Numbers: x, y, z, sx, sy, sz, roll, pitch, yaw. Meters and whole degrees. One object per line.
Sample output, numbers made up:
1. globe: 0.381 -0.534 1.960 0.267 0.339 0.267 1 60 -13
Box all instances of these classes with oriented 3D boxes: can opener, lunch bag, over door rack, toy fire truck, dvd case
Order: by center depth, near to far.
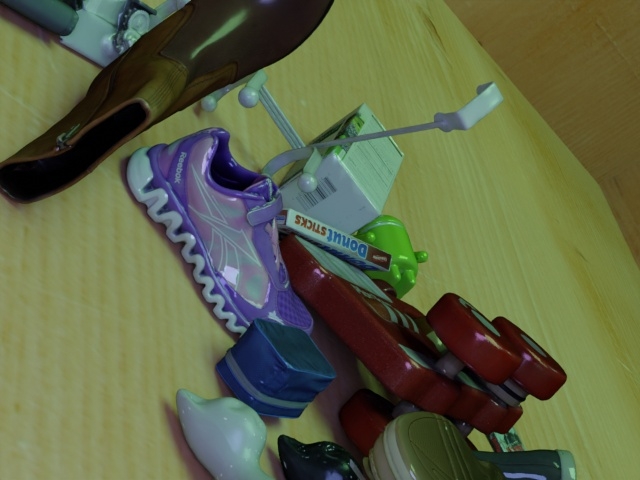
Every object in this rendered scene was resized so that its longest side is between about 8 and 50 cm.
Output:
1. lunch bag: -0.039 0.116 0.954 0.098 0.065 0.067 23 24 -54
2. can opener: -0.250 -0.229 1.001 0.093 0.074 0.280 29 2 34
3. over door rack: -0.020 -0.176 1.085 0.239 0.324 0.108 55 50 -20
4. toy fire truck: 0.097 0.110 1.157 0.254 0.169 0.302 48 12 33
5. dvd case: 0.251 0.279 1.427 0.119 0.013 0.087 62 22 15

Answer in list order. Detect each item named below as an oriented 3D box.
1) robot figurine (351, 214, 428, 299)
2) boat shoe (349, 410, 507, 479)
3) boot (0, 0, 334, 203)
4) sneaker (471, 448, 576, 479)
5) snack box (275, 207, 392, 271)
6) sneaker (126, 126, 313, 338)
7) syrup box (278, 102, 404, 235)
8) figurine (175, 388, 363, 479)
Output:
1. robot figurine: 0.081 0.017 1.352 0.101 0.067 0.115 16 41 -31
2. boat shoe: 0.096 0.220 0.897 0.285 0.089 0.104 45 25 -54
3. boot: -0.115 -0.149 0.890 0.096 0.264 0.280 63 17 -14
4. sneaker: 0.171 0.290 1.090 0.118 0.222 0.083 8 28 0
5. snack box: 0.000 0.000 1.182 0.178 0.064 0.022 24 73 -46
6. sneaker: -0.071 -0.006 1.001 0.236 0.104 0.095 55 20 -9
7. syrup box: 0.028 -0.081 1.339 0.096 0.093 0.237 52 22 -11
8. figurine: -0.020 0.216 0.844 0.215 0.092 0.209 35 21 -44
